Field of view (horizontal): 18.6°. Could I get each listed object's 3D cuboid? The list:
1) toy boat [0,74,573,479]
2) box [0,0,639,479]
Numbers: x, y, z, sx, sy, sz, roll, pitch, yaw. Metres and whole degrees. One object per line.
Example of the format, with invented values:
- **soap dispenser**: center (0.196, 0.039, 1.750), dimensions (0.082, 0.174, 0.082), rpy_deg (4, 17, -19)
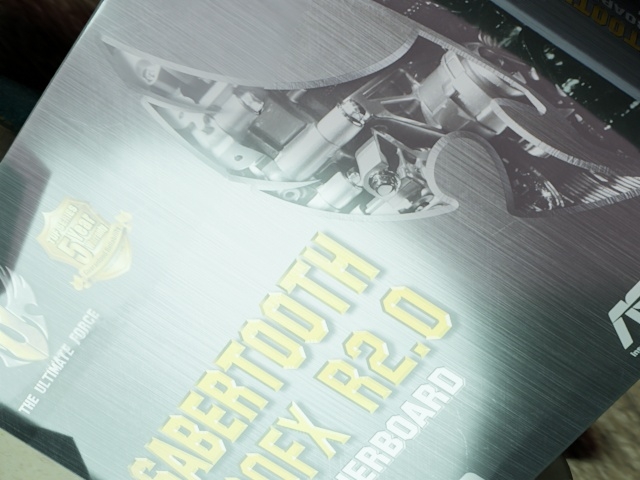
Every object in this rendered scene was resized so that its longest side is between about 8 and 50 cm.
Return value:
- **toy boat**: center (-0.059, 0.062, 0.773), dimensions (0.318, 0.148, 0.267), rpy_deg (34, 150, 9)
- **box**: center (0.000, 0.000, 0.569), dimensions (0.183, 0.056, 0.231), rpy_deg (33, 128, -9)
